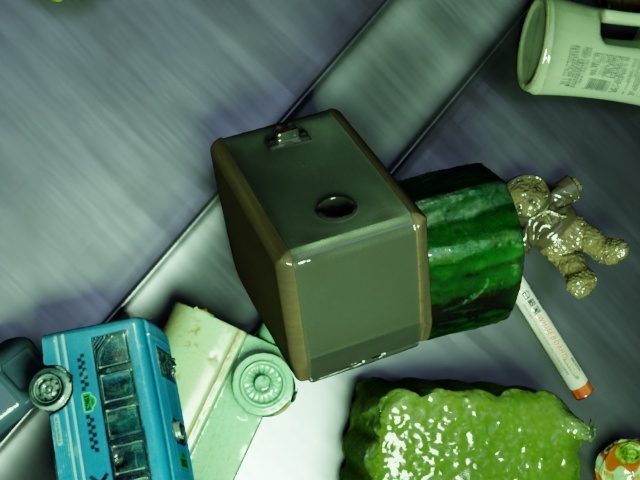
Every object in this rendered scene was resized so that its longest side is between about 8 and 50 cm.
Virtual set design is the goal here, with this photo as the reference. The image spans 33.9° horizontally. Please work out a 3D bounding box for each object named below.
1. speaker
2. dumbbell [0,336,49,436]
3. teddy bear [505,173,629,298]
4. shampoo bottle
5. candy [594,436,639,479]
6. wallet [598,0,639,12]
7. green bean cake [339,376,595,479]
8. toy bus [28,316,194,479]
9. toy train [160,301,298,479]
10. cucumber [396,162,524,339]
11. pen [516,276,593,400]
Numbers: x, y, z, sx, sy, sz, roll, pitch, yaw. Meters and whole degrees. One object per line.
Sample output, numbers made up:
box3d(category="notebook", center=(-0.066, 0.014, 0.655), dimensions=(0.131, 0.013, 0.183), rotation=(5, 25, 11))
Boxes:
box3d(category="speaker", center=(0.000, 0.000, 1.077), dimensions=(0.153, 0.231, 0.192), rotation=(-16, 128, -13))
box3d(category="dumbbell", center=(-0.415, 0.071, 1.047), dimensions=(0.316, 0.156, 0.144), rotation=(53, 49, -5))
box3d(category="teddy bear", center=(0.280, -0.012, 1.243), dimensions=(0.119, 0.078, 0.160), rotation=(-44, 77, 0))
box3d(category="shampoo bottle", center=(0.361, -0.221, 1.262), dimensions=(0.234, 0.087, 0.118), rotation=(6, 102, -12))
box3d(category="candy", center=(0.383, 0.371, 1.252), dimensions=(0.078, 0.084, 0.287), rotation=(-12, 99, -10))
box3d(category="wallet", center=(0.457, -0.357, 1.322), dimensions=(0.255, 0.031, 0.137), rotation=(-9, 86, -14))
box3d(category="green bean cake", center=(0.149, 0.279, 1.151), dimensions=(0.247, 0.156, 0.249), rotation=(4, 86, -11))
box3d(category="toy bus", center=(-0.194, 0.205, 1.025), dimensions=(0.134, 0.113, 0.246), rotation=(-15, 71, 3))
box3d(category="toy train", center=(-0.138, 0.202, 1.126), dimensions=(0.177, 0.116, 0.285), rotation=(24, 83, 3))
box3d(category="cucumber", center=(0.140, 0.013, 1.158), dimensions=(0.130, 0.191, 0.191), rotation=(-14, 90, -7))
box3d(category="pen", center=(0.254, 0.087, 1.243), dimensions=(0.028, 0.028, 0.239), rotation=(-35, 99, -12))
